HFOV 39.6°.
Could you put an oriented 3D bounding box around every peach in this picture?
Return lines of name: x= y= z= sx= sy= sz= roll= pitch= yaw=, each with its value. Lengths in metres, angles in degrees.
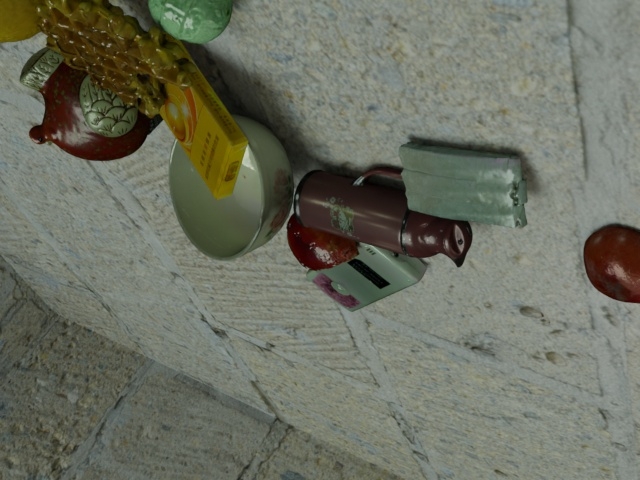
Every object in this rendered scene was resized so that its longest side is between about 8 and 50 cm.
peach: x=-0.005 y=0.004 z=1.745 sx=0.172 sy=0.092 sz=0.127 roll=43 pitch=152 yaw=47

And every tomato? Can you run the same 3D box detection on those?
tomato: x=0.456 y=0.052 z=1.332 sx=0.156 sy=0.069 sz=0.155 roll=29 pitch=156 yaw=14

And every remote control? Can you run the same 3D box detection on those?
remote control: x=0.085 y=0.066 z=1.848 sx=0.145 sy=0.050 sz=0.344 roll=39 pitch=156 yaw=-9

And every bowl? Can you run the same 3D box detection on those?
bowl: x=-0.148 y=-0.107 z=1.651 sx=0.277 sy=0.145 sz=0.277 roll=12 pitch=108 yaw=41

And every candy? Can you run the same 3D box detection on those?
candy: x=-0.330 y=-0.436 z=1.341 sx=0.440 sy=0.119 sz=0.119 roll=30 pitch=156 yaw=1

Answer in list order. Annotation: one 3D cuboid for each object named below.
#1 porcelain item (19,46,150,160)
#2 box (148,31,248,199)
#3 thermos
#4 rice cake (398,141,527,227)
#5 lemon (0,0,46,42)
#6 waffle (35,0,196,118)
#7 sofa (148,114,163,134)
porcelain item: x=-0.445 y=-0.257 z=1.664 sx=0.253 sy=0.253 sz=0.253 roll=28 pitch=155 yaw=14
box: x=-0.220 y=-0.218 z=1.546 sx=0.269 sy=0.043 sz=0.152 roll=54 pitch=146 yaw=22
thermos: x=0.118 y=-0.052 z=1.545 sx=0.330 sy=0.136 sz=0.109 roll=17 pitch=178 yaw=34
rice cake: x=0.220 y=-0.087 z=1.363 sx=0.211 sy=0.038 sz=0.124 roll=7 pitch=116 yaw=41
lemon: x=-0.529 y=-0.443 z=1.463 sx=0.228 sy=0.228 sz=0.253 roll=27 pitch=140 yaw=17
waffle: x=-0.332 y=-0.309 z=1.425 sx=0.260 sy=0.069 sz=0.293 roll=35 pitch=161 yaw=-21
sofa: x=-0.381 y=-0.266 z=1.813 sx=0.118 sy=0.060 sz=0.039 roll=27 pitch=149 yaw=18
